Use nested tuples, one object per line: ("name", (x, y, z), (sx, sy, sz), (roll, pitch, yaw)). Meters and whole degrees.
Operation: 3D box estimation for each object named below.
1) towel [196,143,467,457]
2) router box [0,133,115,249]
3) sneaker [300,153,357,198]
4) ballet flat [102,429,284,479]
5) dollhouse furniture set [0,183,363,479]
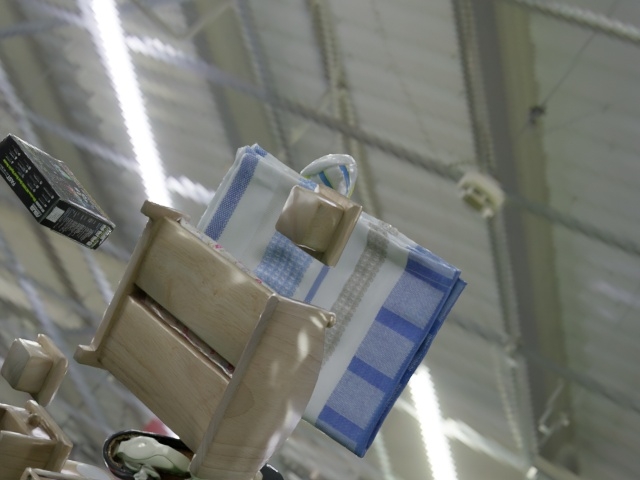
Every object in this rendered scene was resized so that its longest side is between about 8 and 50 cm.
("towel", (-0.019, 0.052, 1.403), (0.285, 0.209, 0.034), (32, 3, 28))
("router box", (-0.282, -0.051, 1.512), (0.122, 0.038, 0.092), (47, 9, 35))
("sneaker", (0.000, 0.000, 1.838), (0.126, 0.091, 0.240), (64, -36, 27))
("ballet flat", (-0.137, 0.235, 1.484), (0.203, 0.074, 0.074), (10, -35, 21))
("dollhouse furniture set", (-0.092, 0.094, 1.129), (0.174, 0.355, 0.303), (20, 10, -41))
